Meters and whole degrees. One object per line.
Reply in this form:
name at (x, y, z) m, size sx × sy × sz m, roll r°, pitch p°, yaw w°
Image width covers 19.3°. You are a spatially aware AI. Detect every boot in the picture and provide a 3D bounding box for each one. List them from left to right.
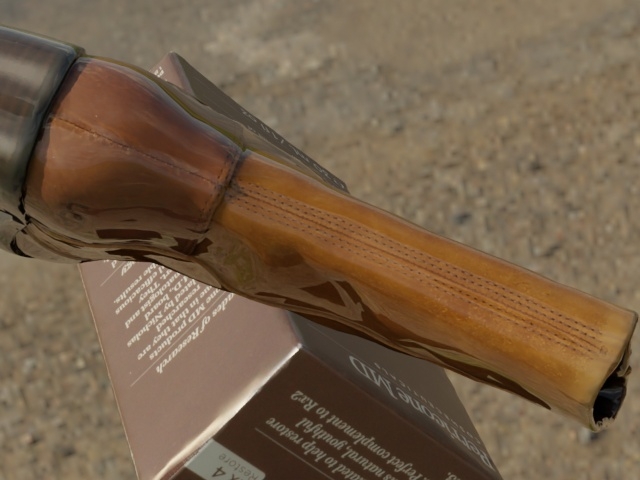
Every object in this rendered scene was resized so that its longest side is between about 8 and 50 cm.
boot at (0.000, 0.000, 0.784) m, size 0.280 × 0.264 × 0.096 m, roll 21°, pitch 79°, yaw 7°

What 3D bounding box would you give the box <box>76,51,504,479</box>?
box at (-0.041, 0.050, 1.222) m, size 0.143 × 0.191 × 0.381 m, roll -44°, pitch 34°, yaw 14°
